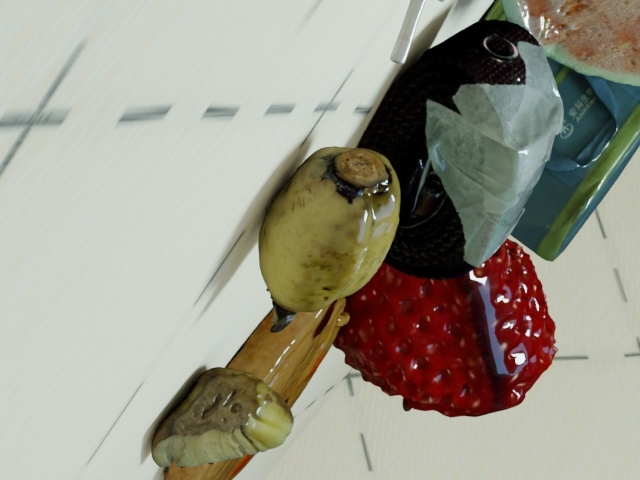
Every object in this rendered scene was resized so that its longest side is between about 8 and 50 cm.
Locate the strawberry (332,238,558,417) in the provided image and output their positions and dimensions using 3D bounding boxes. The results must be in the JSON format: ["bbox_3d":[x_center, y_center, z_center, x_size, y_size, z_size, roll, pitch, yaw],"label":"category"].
[{"bbox_3d":[0.169,0.066,2.437,0.295,0.317,0.345,-36,146,-24],"label":"strawberry"}]

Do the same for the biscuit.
[{"bbox_3d":[-0.081,0.202,2.262,0.350,0.078,0.455,-50,173,-2],"label":"biscuit"}]

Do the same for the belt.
[{"bbox_3d":[0.136,-0.087,1.850,0.164,0.184,0.289,-40,160,-44],"label":"belt"}]

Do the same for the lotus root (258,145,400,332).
[{"bbox_3d":[0.000,0.000,1.628,0.125,0.118,0.221,-7,146,-33],"label":"lotus root"}]

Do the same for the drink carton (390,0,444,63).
[{"bbox_3d":[0.087,-0.229,1.285,0.200,0.074,0.084,-54,172,7],"label":"drink carton"}]

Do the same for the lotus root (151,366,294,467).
[{"bbox_3d":[-0.112,0.184,1.905,0.159,0.095,0.135,-13,161,-3],"label":"lotus root"}]

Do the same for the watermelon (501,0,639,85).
[{"bbox_3d":[0.303,-0.283,1.827,0.224,0.305,0.180,-70,-158,4],"label":"watermelon"}]

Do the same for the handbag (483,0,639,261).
[{"bbox_3d":[0.259,-0.143,2.132,0.263,0.241,0.222,-54,173,-12],"label":"handbag"}]
